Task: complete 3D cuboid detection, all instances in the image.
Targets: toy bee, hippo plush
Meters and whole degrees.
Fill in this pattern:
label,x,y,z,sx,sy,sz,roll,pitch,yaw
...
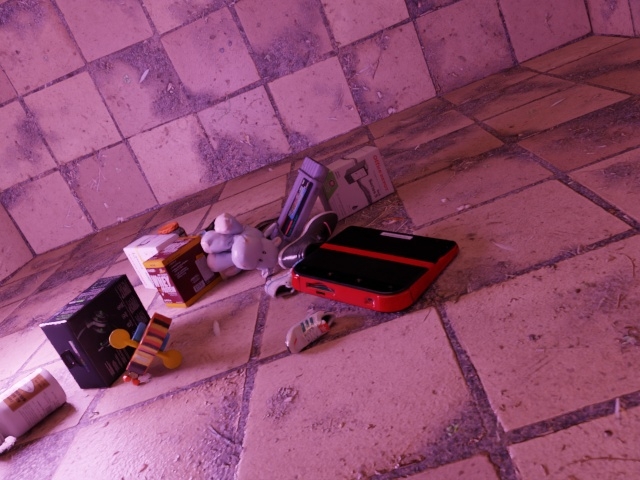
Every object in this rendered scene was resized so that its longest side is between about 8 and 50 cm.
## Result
label,x,y,z,sx,sy,sz,roll,pitch,yaw
toy bee,-0.491,0.326,1.619,0.195,0.298,0.162,13,57,2
hippo plush,-0.257,0.056,2.025,0.294,0.234,0.237,14,14,-40

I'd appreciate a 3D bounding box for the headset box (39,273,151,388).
label,x,y,z,sx,sy,sz,roll,pitch,yaw
headset box,-0.672,0.283,1.750,0.131,0.246,0.283,-11,24,29

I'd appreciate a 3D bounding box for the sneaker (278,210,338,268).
label,x,y,z,sx,sy,sz,roll,pitch,yaw
sneaker,0.000,0.001,1.958,0.147,0.104,0.296,3,38,48

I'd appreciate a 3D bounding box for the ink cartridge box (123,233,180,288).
label,x,y,z,sx,sy,sz,roll,pitch,yaw
ink cartridge box,-0.639,0.088,2.280,0.278,0.201,0.117,-2,29,47

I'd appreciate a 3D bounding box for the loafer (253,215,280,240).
label,x,y,z,sx,sy,sz,roll,pitch,yaw
loafer,-0.184,-0.052,2.317,0.220,0.080,0.078,-29,20,-17

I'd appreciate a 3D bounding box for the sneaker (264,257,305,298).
label,x,y,z,sx,sy,sz,roll,pitch,yaw
sneaker,-0.078,0.126,1.777,0.191,0.071,0.083,-34,27,-6

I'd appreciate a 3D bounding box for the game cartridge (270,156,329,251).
label,x,y,z,sx,sy,sz,roll,pitch,yaw
game cartridge,-0.086,-0.133,2.130,0.354,0.068,0.230,-65,15,9

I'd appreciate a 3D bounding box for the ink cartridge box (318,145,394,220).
label,x,y,z,sx,sy,sz,roll,pitch,yaw
ink cartridge box,0.126,-0.227,2.250,0.273,0.198,0.115,-28,20,-12

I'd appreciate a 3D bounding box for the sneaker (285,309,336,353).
label,x,y,z,sx,sy,sz,roll,pitch,yaw
sneaker,-0.021,0.226,1.447,0.075,0.057,0.161,-12,19,43

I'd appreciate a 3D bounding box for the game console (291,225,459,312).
label,x,y,z,sx,sy,sz,roll,pitch,yaw
game console,0.143,0.067,1.595,0.387,0.060,0.342,11,31,37

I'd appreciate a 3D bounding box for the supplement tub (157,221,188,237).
label,x,y,z,sx,sy,sz,roll,pitch,yaw
supplement tub,-0.611,0.023,2.436,0.117,0.190,0.117,-21,19,8

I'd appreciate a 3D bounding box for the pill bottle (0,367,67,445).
label,x,y,z,sx,sy,sz,roll,pitch,yaw
pill bottle,-0.856,0.479,1.614,0.131,0.131,0.229,-3,28,45

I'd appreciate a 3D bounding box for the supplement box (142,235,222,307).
label,x,y,z,sx,sy,sz,roll,pitch,yaw
supplement box,-0.499,0.112,2.073,0.129,0.194,0.191,-5,26,43

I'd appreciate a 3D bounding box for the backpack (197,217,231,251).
label,x,y,z,sx,sy,sz,roll,pitch,yaw
backpack,-0.423,0.022,2.298,0.173,0.158,0.117,-45,44,-17
